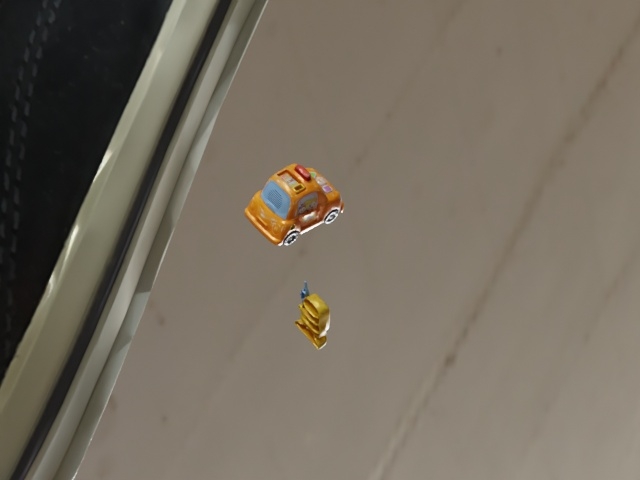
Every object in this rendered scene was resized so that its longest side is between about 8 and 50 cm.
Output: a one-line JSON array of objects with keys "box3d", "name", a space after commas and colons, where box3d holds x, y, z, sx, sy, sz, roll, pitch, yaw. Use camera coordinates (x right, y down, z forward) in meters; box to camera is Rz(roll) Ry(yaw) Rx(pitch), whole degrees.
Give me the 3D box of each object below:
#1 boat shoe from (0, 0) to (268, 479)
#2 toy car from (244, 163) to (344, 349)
[{"box3d": [-0.104, -0.129, 0.498, 0.156, 0.187, 0.500, 41, -130, -34], "name": "boat shoe"}, {"box3d": [0.000, 0.000, 0.957, 0.060, 0.122, 0.040, -13, -39, -19], "name": "toy car"}]
